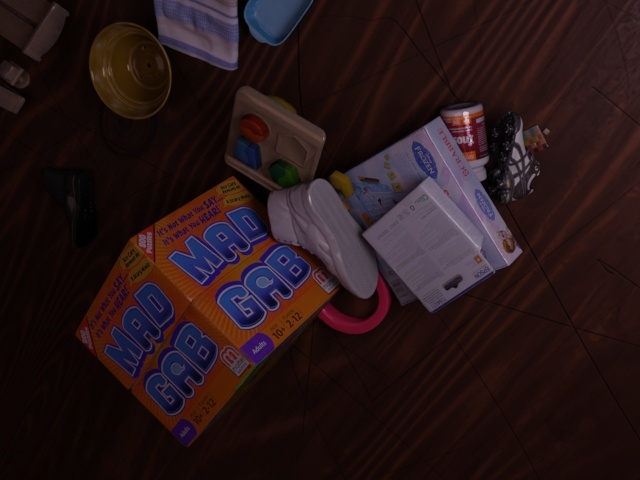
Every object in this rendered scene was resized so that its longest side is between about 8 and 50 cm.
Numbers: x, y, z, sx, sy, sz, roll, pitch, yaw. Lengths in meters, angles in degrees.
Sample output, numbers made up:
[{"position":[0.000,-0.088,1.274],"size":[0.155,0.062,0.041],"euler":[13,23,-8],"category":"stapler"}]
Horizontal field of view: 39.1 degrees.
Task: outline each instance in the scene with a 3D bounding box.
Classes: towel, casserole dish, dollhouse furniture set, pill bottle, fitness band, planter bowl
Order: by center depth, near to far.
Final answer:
[{"position":[0.290,-0.194,1.795],"size":[0.086,0.086,0.152],"euler":[-3,108,26],"category":"pill bottle"},{"position":[-0.080,-0.495,1.877],"size":[0.114,0.037,0.188],"euler":[44,120,4],"category":"casserole dish"},{"position":[-0.267,-0.495,1.895],"size":[0.209,0.034,0.285],"euler":[24,145,13],"category":"towel"},{"position":[-0.408,-0.389,2.037],"size":[0.217,0.090,0.217],"euler":[8,112,21],"category":"planter bowl"},{"position":[0.037,0.079,2.042],"size":[0.291,0.054,0.209],"euler":[48,124,2],"category":"fitness band"},{"position":[-0.736,-0.512,2.172],"size":[0.303,0.174,0.356],"euler":[35,91,23],"category":"dollhouse furniture set"}]

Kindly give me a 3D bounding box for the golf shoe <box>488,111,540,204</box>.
[{"position":[0.384,-0.166,1.761],"size":[0.093,0.077,0.198],"euler":[-10,129,-12],"category":"golf shoe"}]

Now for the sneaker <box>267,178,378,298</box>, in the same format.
[{"position":[0.000,0.000,1.929],"size":[0.169,0.108,0.293],"euler":[-5,122,45],"category":"sneaker"}]

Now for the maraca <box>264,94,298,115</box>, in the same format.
[{"position":[-0.085,-0.237,1.946],"size":[0.186,0.099,0.127],"euler":[49,150,-15],"category":"maraca"}]

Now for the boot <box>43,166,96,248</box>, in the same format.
[{"position":[-0.641,-0.088,2.281],"size":[0.137,0.077,0.198],"euler":[12,101,25],"category":"boot"}]

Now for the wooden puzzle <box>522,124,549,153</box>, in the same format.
[{"position":[0.417,-0.196,1.782],"size":[0.083,0.006,0.049],"euler":[-25,98,31],"category":"wooden puzzle"}]

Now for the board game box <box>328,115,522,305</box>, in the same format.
[{"position":[0.204,-0.050,1.852],"size":[0.318,0.066,0.319],"euler":[-26,98,48],"category":"board game box"}]

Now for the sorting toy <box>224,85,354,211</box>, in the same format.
[{"position":[-0.064,-0.165,1.884],"size":[0.307,0.041,0.229],"euler":[32,142,8],"category":"sorting toy"}]

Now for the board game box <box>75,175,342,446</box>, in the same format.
[{"position":[-0.242,0.151,1.982],"size":[0.356,0.356,0.356],"euler":[44,130,7],"category":"board game box"}]

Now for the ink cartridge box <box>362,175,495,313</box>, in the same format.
[{"position":[0.219,0.013,1.794],"size":[0.224,0.045,0.223],"euler":[50,140,1],"category":"ink cartridge box"}]
